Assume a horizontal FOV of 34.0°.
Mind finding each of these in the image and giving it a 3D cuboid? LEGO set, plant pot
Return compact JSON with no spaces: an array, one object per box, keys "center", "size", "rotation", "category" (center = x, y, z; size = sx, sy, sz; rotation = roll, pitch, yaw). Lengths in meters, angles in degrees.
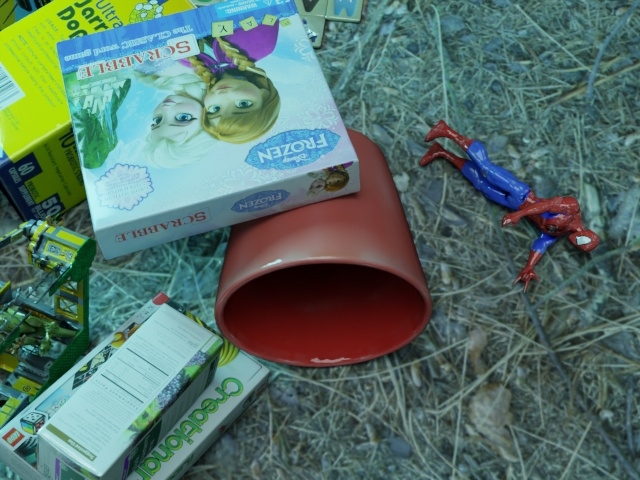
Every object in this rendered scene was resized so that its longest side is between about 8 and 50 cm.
[{"center":[-0.436,0.109,1.310],"size":[0.192,0.255,0.331],"rotation":[21,51,11],"category":"LEGO set"},{"center":[0.000,0.000,1.377],"size":[0.274,0.275,0.243],"rotation":[-3,55,0],"category":"plant pot"}]

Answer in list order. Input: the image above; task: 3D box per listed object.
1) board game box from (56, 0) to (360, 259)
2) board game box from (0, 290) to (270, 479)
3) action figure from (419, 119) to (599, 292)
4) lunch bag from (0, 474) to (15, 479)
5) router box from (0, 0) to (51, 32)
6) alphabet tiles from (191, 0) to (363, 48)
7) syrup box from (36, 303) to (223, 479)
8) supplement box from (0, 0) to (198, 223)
[{"center":[-0.147,-0.157,1.305],"size":[0.318,0.066,0.318],"rotation":[-16,56,-7],"category":"board game box"},{"center":[-0.231,0.216,1.325],"size":[0.193,0.053,0.305],"rotation":[33,50,15],"category":"board game box"},{"center":[0.250,-0.042,1.468],"size":[0.280,0.091,0.139],"rotation":[31,63,16],"category":"action figure"},{"center":[-0.395,0.431,1.251],"size":[0.224,0.108,0.279],"rotation":[16,66,7],"category":"lunch bag"},{"center":[-0.486,-0.370,1.589],"size":[0.046,0.179,0.133],"rotation":[33,71,18],"category":"router box"},{"center":[-0.061,-0.464,1.716],"size":[0.285,0.011,0.343],"rotation":[7,65,5],"category":"alphabet tiles"},{"center":[-0.224,0.195,1.245],"size":[0.096,0.093,0.237],"rotation":[31,50,12],"category":"syrup box"},{"center":[-0.333,-0.214,1.503],"size":[0.356,0.194,0.195],"rotation":[-35,69,-14],"category":"supplement box"}]
